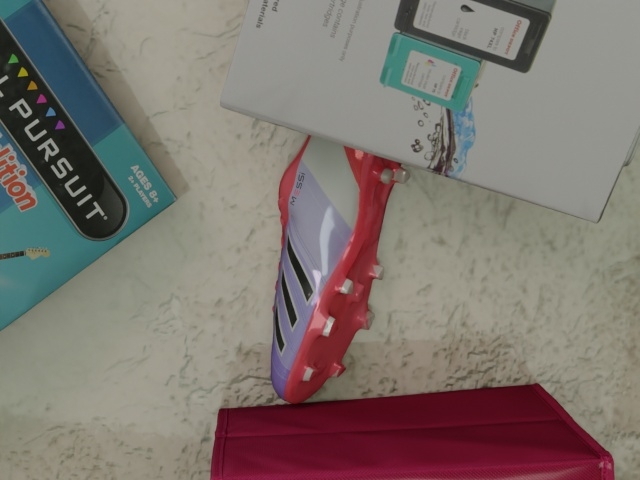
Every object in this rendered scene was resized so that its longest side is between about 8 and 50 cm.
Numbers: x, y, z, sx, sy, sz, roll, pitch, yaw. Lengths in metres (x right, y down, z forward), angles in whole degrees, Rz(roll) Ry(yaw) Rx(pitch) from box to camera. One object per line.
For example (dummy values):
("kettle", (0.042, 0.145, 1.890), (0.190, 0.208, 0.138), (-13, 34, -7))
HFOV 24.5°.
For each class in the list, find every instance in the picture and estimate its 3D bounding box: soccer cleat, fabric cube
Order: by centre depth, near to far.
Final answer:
("fabric cube", (0.059, 0.252, 1.054), (0.258, 0.259, 0.254), (-5, 95, -2))
("soccer cleat", (0.000, 0.000, 1.127), (0.095, 0.083, 0.248), (22, 101, 27))

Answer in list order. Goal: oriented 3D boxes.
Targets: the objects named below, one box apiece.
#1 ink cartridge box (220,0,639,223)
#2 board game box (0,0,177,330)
("ink cartridge box", (0.097, -0.171, 1.016), (0.270, 0.198, 0.197), (17, 118, -3))
("board game box", (-0.310, -0.035, 1.036), (0.336, 0.079, 0.254), (-38, 112, -11))
